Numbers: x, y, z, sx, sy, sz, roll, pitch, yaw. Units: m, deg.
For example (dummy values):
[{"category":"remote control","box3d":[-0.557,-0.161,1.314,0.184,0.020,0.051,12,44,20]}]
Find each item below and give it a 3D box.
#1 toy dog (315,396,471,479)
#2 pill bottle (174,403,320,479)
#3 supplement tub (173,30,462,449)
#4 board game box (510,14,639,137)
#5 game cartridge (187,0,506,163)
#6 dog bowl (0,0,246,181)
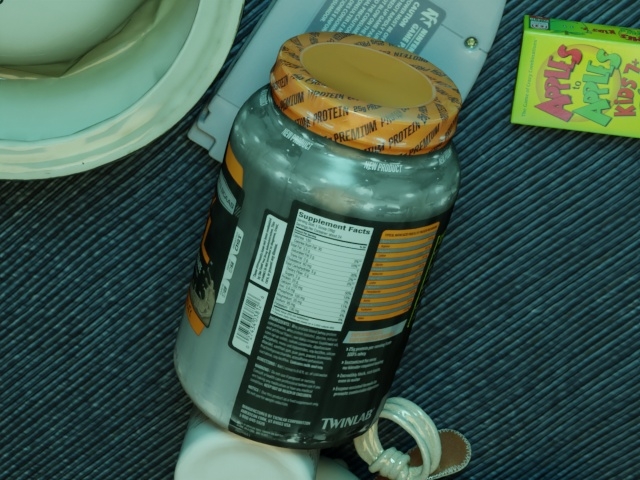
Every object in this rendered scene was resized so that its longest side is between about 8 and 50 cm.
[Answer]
[{"category":"toy dog","box3d":[0.145,0.290,1.769,0.334,0.161,0.220,41,119,1]},{"category":"pill bottle","box3d":[-0.061,0.176,1.659,0.131,0.229,0.131,3,119,5]},{"category":"supplement tub","box3d":[0.000,0.000,1.511,0.207,0.207,0.338,16,119,-2]},{"category":"board game box","box3d":[0.269,-0.145,1.549,0.181,0.043,0.092,7,119,3]},{"category":"game cartridge","box3d":[0.033,-0.159,1.567,0.198,0.062,0.297,29,118,-14]},{"category":"dog bowl","box3d":[-0.267,-0.262,1.461,0.408,0.150,0.408,-2,122,-4]}]
